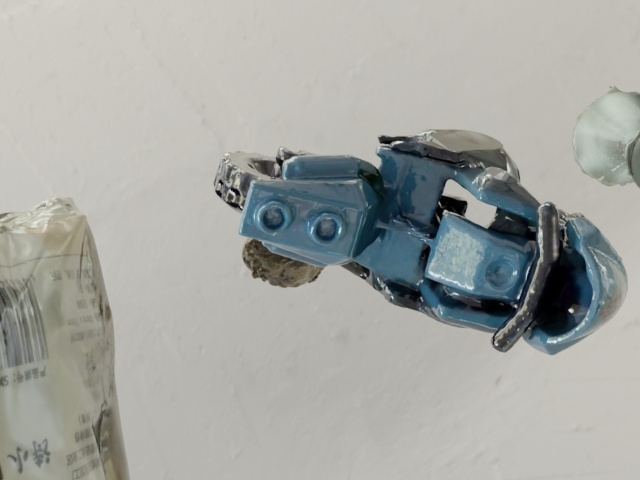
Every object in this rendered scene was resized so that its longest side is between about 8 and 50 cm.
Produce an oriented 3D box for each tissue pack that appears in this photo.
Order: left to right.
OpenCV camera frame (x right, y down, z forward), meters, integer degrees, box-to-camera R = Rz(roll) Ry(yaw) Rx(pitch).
[{"bbox_3d":[-0.319,0.151,1.139,0.375,0.195,0.390,-7,-93,-61],"label":"tissue pack"}]

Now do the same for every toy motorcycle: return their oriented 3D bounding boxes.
[{"bbox_3d":[0.113,-0.006,1.057,0.416,0.172,0.232,14,-164,-16],"label":"toy motorcycle"}]

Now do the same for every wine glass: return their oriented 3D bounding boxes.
[{"bbox_3d":[0.464,-0.133,1.658,0.156,0.232,0.156,0,-78,-2],"label":"wine glass"}]

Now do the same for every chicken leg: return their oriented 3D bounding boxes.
[{"bbox_3d":[-0.001,0.001,1.346,0.198,0.069,0.085,-20,-89,-27],"label":"chicken leg"}]
